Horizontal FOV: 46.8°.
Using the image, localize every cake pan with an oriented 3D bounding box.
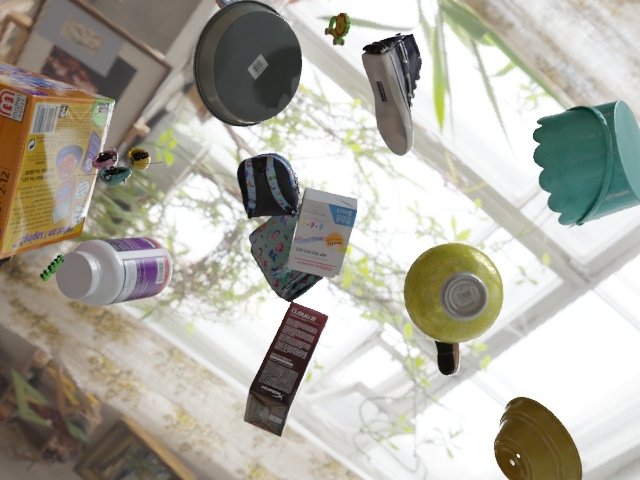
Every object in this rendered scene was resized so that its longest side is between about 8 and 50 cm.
[{"bbox_3d":[-0.156,-0.403,1.712,0.054,0.293,0.293,25,-108,46],"label":"cake pan"}]

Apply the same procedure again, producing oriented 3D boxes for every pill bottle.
[{"bbox_3d":[-0.570,0.084,2.047,0.181,0.181,0.323,-48,164,18],"label":"pill bottle"}]

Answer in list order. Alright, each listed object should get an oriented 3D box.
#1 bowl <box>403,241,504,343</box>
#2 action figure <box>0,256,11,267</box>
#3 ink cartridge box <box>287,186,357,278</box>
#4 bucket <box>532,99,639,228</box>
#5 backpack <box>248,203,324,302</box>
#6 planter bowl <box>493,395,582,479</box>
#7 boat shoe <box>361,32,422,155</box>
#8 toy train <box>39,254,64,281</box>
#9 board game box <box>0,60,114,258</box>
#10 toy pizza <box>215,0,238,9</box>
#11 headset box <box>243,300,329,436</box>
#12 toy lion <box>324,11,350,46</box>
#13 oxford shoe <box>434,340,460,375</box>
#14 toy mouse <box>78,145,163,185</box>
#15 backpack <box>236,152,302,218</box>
[{"bbox_3d":[0.381,0.149,2.027,0.289,0.289,0.156,-51,-177,-2],"label":"bowl"},{"bbox_3d":[-0.959,-0.045,1.998,0.141,0.275,0.164,-55,-148,0],"label":"action figure"},{"bbox_3d":[0.000,0.000,1.413,0.061,0.104,0.181,-86,-171,-63],"label":"ink cartridge box"},{"bbox_3d":[0.623,-0.179,1.687,0.183,0.281,0.281,-15,-152,37],"label":"bucket"},{"bbox_3d":[-0.064,0.018,2.109,0.253,0.191,0.225,-34,-129,1],"label":"backpack"},{"bbox_3d":[0.421,0.438,1.516,0.090,0.217,0.217,-19,172,-25],"label":"planter bowl"},{"bbox_3d":[0.233,-0.415,2.073,0.158,0.341,0.127,-36,-143,-27],"label":"boat shoe"},{"bbox_3d":[-0.660,0.068,1.824,0.017,0.024,0.083,7,-135,26],"label":"toy train"},{"bbox_3d":[-0.742,-0.205,1.671,0.356,0.356,0.356,-39,148,-76],"label":"board game box"},{"bbox_3d":[-0.230,-0.620,1.997,0.032,0.201,0.201,-48,-173,19],"label":"toy pizza"},{"bbox_3d":[-0.081,0.310,1.857,0.218,0.110,0.293,105,9,-56],"label":"headset box"},{"bbox_3d":[0.054,-0.621,2.148,0.100,0.034,0.096,59,-39,40],"label":"toy lion"},{"bbox_3d":[0.394,0.308,2.271,0.076,0.076,0.212,-4,-103,32],"label":"oxford shoe"},{"bbox_3d":[-0.413,-0.144,1.475,0.143,0.161,0.031,-30,132,-29],"label":"toy mouse"},{"bbox_3d":[-0.135,-0.155,1.930,0.158,0.173,0.117,-3,-149,16],"label":"backpack"}]
